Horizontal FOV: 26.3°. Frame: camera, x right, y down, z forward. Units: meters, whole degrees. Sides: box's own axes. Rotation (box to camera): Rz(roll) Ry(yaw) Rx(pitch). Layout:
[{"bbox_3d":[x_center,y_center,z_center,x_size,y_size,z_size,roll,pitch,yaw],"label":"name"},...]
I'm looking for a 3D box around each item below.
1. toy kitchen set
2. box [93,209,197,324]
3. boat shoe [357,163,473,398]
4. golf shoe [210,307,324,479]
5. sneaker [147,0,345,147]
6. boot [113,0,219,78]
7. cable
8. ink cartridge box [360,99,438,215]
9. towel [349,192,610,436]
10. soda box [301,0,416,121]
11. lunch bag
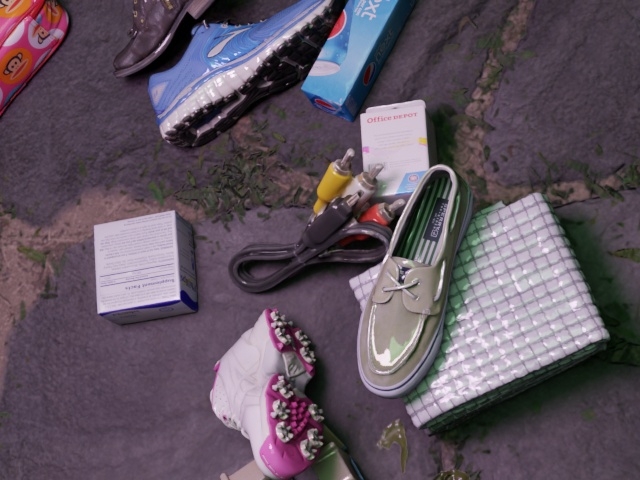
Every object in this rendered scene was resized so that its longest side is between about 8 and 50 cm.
[{"bbox_3d":[-0.008,0.361,1.772,0.166,0.122,0.207,-35,47,3],"label":"toy kitchen set"},{"bbox_3d":[-0.248,0.040,1.947,0.126,0.072,0.137,-10,70,13],"label":"box"},{"bbox_3d":[0.109,0.046,1.706,0.109,0.094,0.302,11,75,22],"label":"boat shoe"},{"bbox_3d":[-0.076,0.218,1.771,0.140,0.115,0.306,-35,25,16],"label":"golf shoe"},{"bbox_3d":[-0.114,-0.280,1.980,0.330,0.130,0.147,-32,70,5],"label":"sneaker"},{"bbox_3d":[-0.273,-0.391,2.006,0.263,0.091,0.229,-41,97,22],"label":"boot"},{"bbox_3d":[0.000,0.000,1.859,0.139,0.072,0.287,46,130,-6],"label":"cable"},{"bbox_3d":[0.111,-0.116,1.882,0.092,0.090,0.143,-6,71,14],"label":"ink cartridge box"},{"bbox_3d":[0.211,0.093,1.775,0.284,0.121,0.235,-27,66,8],"label":"towel"},{"bbox_3d":[0.057,-0.282,1.964,0.071,0.067,0.210,25,80,22],"label":"soda box"},{"bbox_3d":[-0.564,-0.317,2.135,0.258,0.120,0.293,34,83,27],"label":"lunch bag"}]
